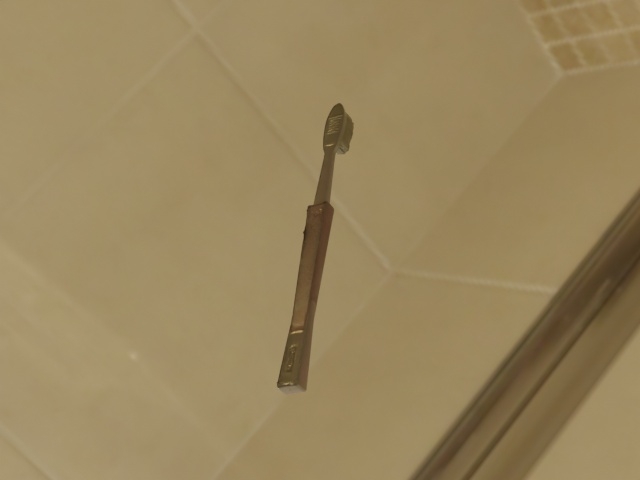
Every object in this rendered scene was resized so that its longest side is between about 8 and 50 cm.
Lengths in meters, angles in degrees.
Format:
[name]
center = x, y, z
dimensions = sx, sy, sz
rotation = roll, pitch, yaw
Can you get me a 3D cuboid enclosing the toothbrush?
[toothbrush]
center = -0.001, -0.001, 0.705
dimensions = 0.014, 0.194, 0.017
rotation = -13, 139, 31
